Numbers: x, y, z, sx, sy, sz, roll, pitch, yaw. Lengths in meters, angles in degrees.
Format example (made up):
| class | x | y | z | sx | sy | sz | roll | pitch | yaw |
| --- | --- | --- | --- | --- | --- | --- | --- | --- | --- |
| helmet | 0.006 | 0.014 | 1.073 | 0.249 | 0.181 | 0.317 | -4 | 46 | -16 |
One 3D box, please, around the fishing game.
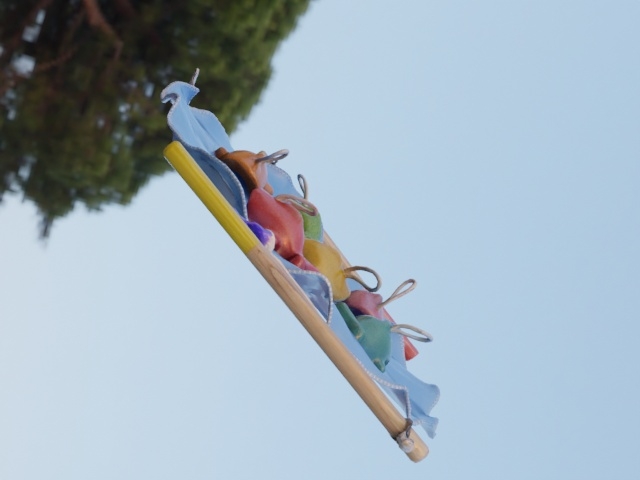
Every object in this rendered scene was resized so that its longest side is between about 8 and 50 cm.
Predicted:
| class | x | y | z | sx | sy | sz | roll | pitch | yaw |
| --- | --- | --- | --- | --- | --- | --- | --- | --- | --- |
| fishing game | 0.000 | 0.000 | 0.558 | 0.041 | 0.189 | 0.264 | -38 | 176 | 5 |
